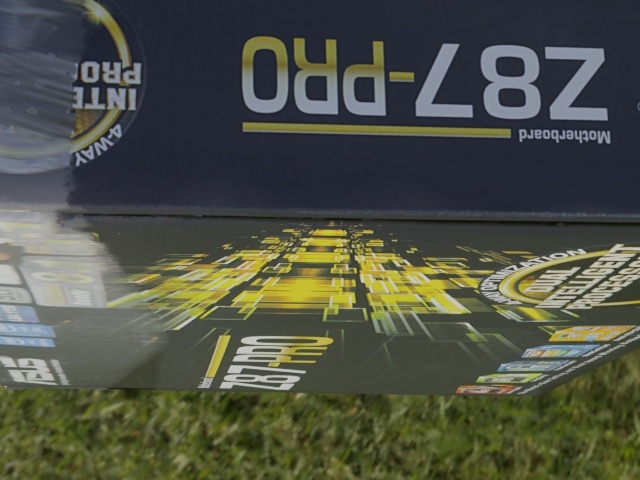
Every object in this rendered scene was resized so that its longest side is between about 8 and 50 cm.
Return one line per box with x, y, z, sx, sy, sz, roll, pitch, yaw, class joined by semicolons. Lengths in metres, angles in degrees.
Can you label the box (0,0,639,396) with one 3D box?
0.000;0.000;0.578;0.318;0.395;0.097;3;75;-8;box
